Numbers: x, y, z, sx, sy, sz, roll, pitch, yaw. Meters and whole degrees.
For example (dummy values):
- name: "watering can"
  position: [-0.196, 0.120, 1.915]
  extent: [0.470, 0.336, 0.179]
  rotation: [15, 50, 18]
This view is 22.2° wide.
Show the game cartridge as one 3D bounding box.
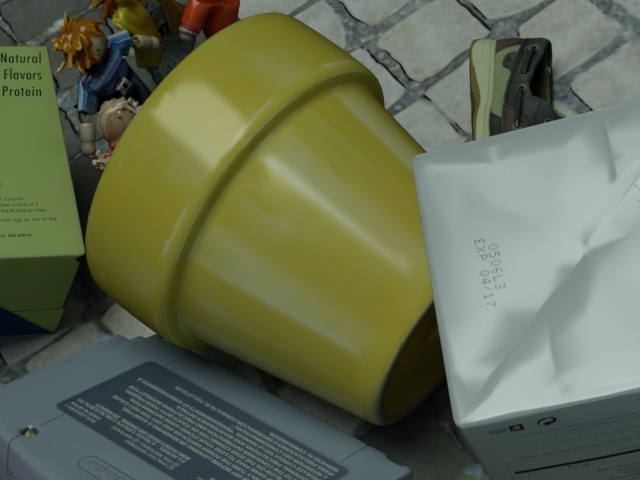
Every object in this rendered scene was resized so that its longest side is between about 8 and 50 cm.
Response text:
- name: "game cartridge"
  position: [-0.095, 0.163, 1.148]
  extent: [0.297, 0.062, 0.198]
  rotation: [25, 36, 34]

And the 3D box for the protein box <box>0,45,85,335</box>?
- name: "protein box"
  position: [-0.313, -0.038, 1.315]
  extent: [0.199, 0.136, 0.201]
  rotation: [-2, 61, -23]

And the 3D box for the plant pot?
- name: "plant pot"
  position: [0.000, 0.000, 1.187]
  extent: [0.239, 0.254, 0.254]
  rotation: [35, 72, 20]

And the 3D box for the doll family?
- name: "doll family"
  position: [-0.158, -0.149, 1.396]
  extent: [0.118, 0.163, 0.263]
  rotation: [8, 58, 26]

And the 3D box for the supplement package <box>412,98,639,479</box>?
- name: "supplement package"
  position: [0.184, 0.068, 1.002]
  extent: [0.175, 0.293, 0.178]
  rotation: [-14, 61, 11]

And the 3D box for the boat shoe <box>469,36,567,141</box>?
- name: "boat shoe"
  position: [0.161, -0.082, 1.277]
  extent: [0.073, 0.080, 0.224]
  rotation: [-16, 46, 16]
